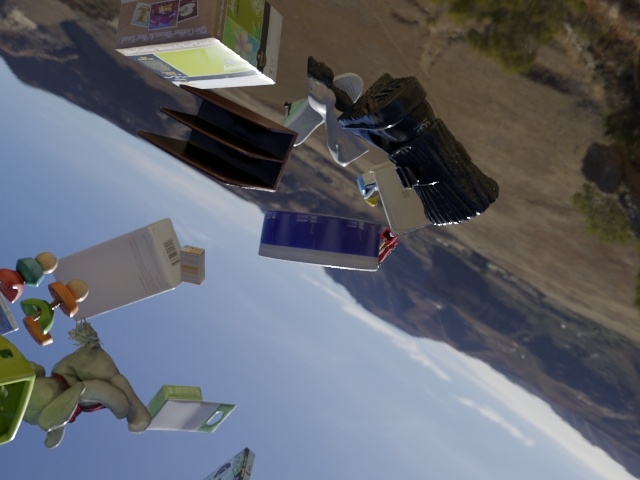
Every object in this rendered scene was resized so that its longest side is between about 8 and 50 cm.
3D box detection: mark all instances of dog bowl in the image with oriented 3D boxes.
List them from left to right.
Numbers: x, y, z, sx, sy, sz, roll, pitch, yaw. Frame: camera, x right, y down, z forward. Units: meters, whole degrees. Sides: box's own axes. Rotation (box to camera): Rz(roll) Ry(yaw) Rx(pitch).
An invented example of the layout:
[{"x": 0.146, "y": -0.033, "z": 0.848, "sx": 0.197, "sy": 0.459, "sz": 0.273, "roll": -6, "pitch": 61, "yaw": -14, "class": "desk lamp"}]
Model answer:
[{"x": 0.000, "y": 0.000, "z": 1.433, "sx": 0.265, "sy": 0.104, "sz": 0.265, "roll": 7, "pitch": 179, "yaw": 0, "class": "dog bowl"}]

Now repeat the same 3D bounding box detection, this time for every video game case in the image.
[{"x": -1.096, "y": 0.225, "z": 2.202, "sx": 0.212, "sy": 0.023, "sz": 0.193, "roll": -18, "pitch": 98, "yaw": 53, "class": "video game case"}]

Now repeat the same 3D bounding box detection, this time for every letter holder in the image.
[{"x": -0.247, "y": -0.247, "z": 1.505, "sx": 0.302, "sy": 0.152, "sz": 0.214, "roll": 30, "pitch": -165, "yaw": 27, "class": "letter holder"}]

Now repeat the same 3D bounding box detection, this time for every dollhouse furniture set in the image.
[{"x": 0.274, "y": -0.141, "z": 1.904, "sx": 0.303, "sy": 0.286, "sz": 0.198, "roll": -84, "pitch": -24, "yaw": -89, "class": "dollhouse furniture set"}]

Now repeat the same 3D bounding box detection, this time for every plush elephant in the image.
[{"x": -0.621, "y": 0.388, "z": 1.599, "sx": 0.272, "sy": 0.255, "sz": 0.330, "roll": 18, "pitch": 133, "yaw": 40, "class": "plush elephant"}]

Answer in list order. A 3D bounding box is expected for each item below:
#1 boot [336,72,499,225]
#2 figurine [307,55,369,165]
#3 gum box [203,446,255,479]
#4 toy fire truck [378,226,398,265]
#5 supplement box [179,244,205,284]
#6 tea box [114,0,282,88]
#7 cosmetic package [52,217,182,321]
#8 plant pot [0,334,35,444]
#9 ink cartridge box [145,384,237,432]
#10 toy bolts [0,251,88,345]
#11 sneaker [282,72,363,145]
[{"x": 0.169, "y": -0.166, "z": 1.204, "sx": 0.260, "sy": 0.131, "sz": 0.348, "roll": 48, "pitch": -176, "yaw": -17, "class": "boot"}, {"x": 0.026, "y": -0.310, "z": 1.522, "sx": 0.209, "sy": 0.092, "sz": 0.215, "roll": 55, "pitch": -162, "yaw": -31, "class": "figurine"}, {"x": -0.274, "y": 0.699, "z": 1.853, "sx": 0.041, "sy": 0.184, "sz": 0.157, "roll": 46, "pitch": -164, "yaw": -13, "class": "gum box"}, {"x": 0.215, "y": 0.033, "z": 2.305, "sx": 0.047, "sy": 0.192, "sz": 0.135, "roll": 44, "pitch": -156, "yaw": 14, "class": "toy fire truck"}, {"x": -0.351, "y": 0.067, "z": 1.784, "sx": 0.062, "sy": 0.098, "sz": 0.036, "roll": 11, "pitch": -153, "yaw": 12, "class": "supplement box"}, {"x": -0.332, "y": -0.584, "z": 1.816, "sx": 0.329, "sy": 0.220, "sz": 0.323, "roll": 3, "pitch": 174, "yaw": 25, "class": "tea box"}, {"x": -0.636, "y": 0.095, "z": 2.072, "sx": 0.156, "sy": 0.385, "sz": 0.217, "roll": -46, "pitch": -62, "yaw": -71, "class": "cosmetic package"}, {"x": -0.726, "y": 0.281, "z": 1.269, "sx": 0.227, "sy": 0.228, "sz": 0.207, "roll": -7, "pitch": -135, "yaw": -48, "class": "plant pot"}, {"x": -0.389, "y": 0.499, "z": 1.915, "sx": 0.235, "sy": 0.171, "sz": 0.056, "roll": 14, "pitch": -141, "yaw": -37, "class": "ink cartridge box"}, {"x": -0.736, "y": 0.144, "z": 1.741, "sx": 0.228, "sy": 0.158, "sz": 0.218, "roll": 44, "pitch": 146, "yaw": 12, "class": "toy bolts"}, {"x": -0.003, "y": -0.369, "z": 1.700, "sx": 0.094, "sy": 0.256, "sz": 0.151, "roll": 44, "pitch": -157, "yaw": -27, "class": "sneaker"}]
